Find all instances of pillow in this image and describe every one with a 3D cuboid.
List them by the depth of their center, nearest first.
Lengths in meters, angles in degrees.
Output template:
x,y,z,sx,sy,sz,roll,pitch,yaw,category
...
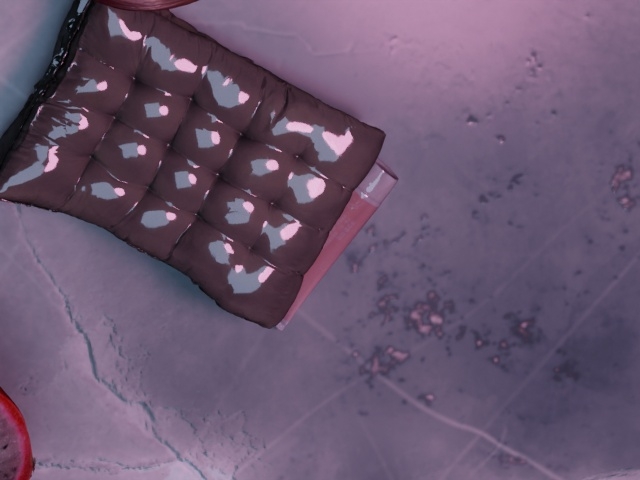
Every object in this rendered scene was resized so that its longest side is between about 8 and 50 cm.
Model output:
x,y,z,sx,sy,sz,roll,pitch,yaw,category
-0.130,-0.080,1.763,0.326,0.101,0.228,28,99,-17,pillow

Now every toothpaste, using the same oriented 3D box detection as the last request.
x,y,z,sx,sy,sz,roll,pitch,yaw,category
0.000,0.000,1.845,0.067,0.043,0.194,40,102,-14,toothpaste

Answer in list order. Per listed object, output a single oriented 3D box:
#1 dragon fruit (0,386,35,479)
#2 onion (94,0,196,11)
x,y,z,sx,sy,sz,roll,pitch,yaw,category
-0.442,0.183,1.729,0.305,0.226,0.305,-23,131,-30,dragon fruit
-0.080,-0.355,1.573,0.385,0.348,0.347,10,104,-9,onion
